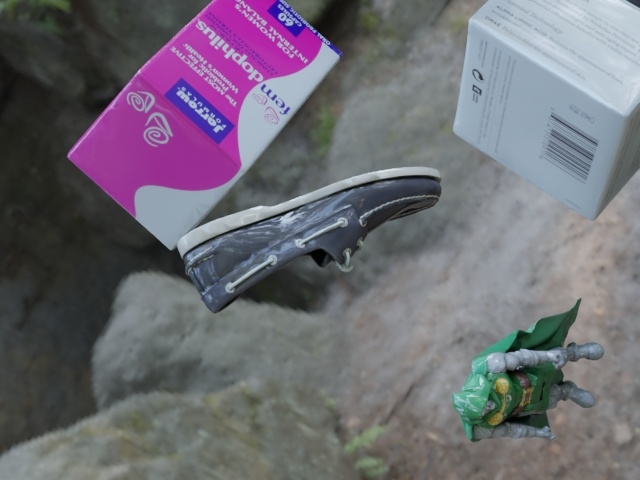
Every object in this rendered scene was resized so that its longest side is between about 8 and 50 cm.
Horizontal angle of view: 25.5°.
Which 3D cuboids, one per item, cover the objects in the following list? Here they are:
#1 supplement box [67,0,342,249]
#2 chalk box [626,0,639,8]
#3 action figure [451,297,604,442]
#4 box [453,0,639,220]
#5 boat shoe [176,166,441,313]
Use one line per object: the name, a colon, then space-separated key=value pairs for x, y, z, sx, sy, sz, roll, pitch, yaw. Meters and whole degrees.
supplement box: x=-0.087 y=-0.110 z=1.135 sx=0.114 sy=0.111 sz=0.220 roll=-42 pitch=9 yaw=38
chalk box: x=0.329 y=-0.315 z=1.476 sx=0.179 sy=0.180 sz=0.289 roll=-20 pitch=-4 yaw=-16
action figure: x=0.179 y=0.130 z=1.247 sx=0.063 sy=0.232 sz=0.137 roll=12 pitch=101 yaw=33
box: x=0.240 y=-0.148 z=1.381 sx=0.119 sy=0.182 sz=0.181 roll=-46 pitch=-21 yaw=-25
boat shoe: x=0.000 y=0.000 z=1.051 sx=0.075 sy=0.206 sz=0.065 roll=112 pitch=140 yaw=-72
